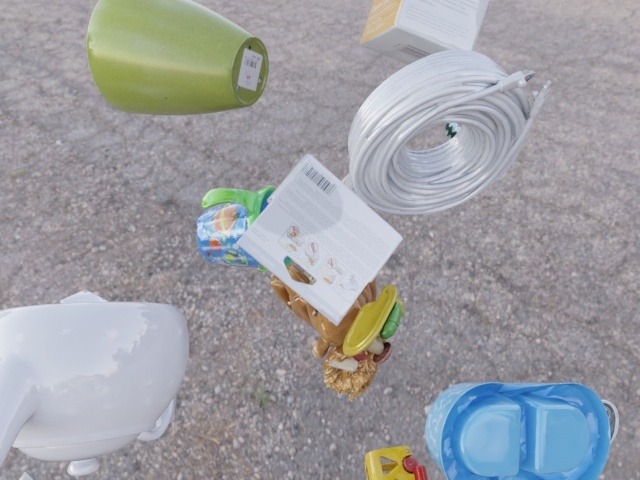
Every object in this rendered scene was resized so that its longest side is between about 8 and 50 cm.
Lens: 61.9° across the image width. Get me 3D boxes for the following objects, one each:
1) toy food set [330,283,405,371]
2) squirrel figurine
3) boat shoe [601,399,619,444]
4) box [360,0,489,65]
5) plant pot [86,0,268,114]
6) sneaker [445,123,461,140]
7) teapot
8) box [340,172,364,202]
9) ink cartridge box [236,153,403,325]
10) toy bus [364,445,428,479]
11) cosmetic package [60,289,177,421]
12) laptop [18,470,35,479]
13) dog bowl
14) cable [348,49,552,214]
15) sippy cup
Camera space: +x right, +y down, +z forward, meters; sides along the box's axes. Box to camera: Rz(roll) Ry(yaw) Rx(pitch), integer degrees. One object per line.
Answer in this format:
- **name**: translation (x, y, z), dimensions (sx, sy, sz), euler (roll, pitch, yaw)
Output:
- **toy food set**: translation (0.114, 0.195, 1.099), dimensions (0.071, 0.128, 0.217), euler (40, 63, -12)
- **squirrel figurine**: translation (0.068, 0.199, 1.370), dimensions (0.281, 0.396, 0.370), euler (-28, 12, -3)
- **boat shoe**: translation (0.592, 0.451, 1.181), dimensions (0.078, 0.070, 0.219), euler (26, 81, 35)
- **box**: translation (0.235, -0.545, 1.063), dimensions (0.169, 0.344, 0.215), euler (16, 6, -16)
- **plant pot**: translation (-0.267, -0.373, 1.103), dimensions (0.294, 0.274, 0.274), euler (18, 43, 22)
- **sneaker**: translation (0.297, -0.208, 1.068), dimensions (0.069, 0.038, 0.098), euler (-30, 88, -24)
- **teapot**: translation (-0.273, 0.176, 0.632), dimensions (0.256, 0.186, 0.253), euler (1, -13, -30)
- **box**: translation (0.062, -0.116, 1.859), dimensions (0.113, 0.275, 0.094), euler (34, 56, -10)
- **ink cartridge box**: translation (0.000, 0.000, 1.103), dimensions (0.238, 0.275, 0.060), euler (-52, 13, -12)
- **toy bus**: translation (0.138, 0.489, 0.986), dimensions (0.105, 0.190, 0.202), euler (-6, 1, -4)
- **cosmetic package**: translation (-0.579, 0.345, 1.531), dimensions (0.378, 0.284, 0.097), euler (21, 27, 21)
- **laptop**: translation (-0.702, 0.891, 1.372), dimensions (0.381, 0.408, 0.236), euler (-60, 17, -16)
- **dog bowl**: translation (0.291, 0.289, 0.799), dimensions (0.298, 0.165, 0.074), euler (5, -5, -18)
- **cable**: translation (0.162, -0.143, 0.756), dimensions (0.258, 0.257, 0.089), euler (-9, 55, -7)
- **sippy cup**: translation (-0.216, -0.021, 1.504), dimensions (0.224, 0.305, 0.240), euler (-7, 19, 22)
